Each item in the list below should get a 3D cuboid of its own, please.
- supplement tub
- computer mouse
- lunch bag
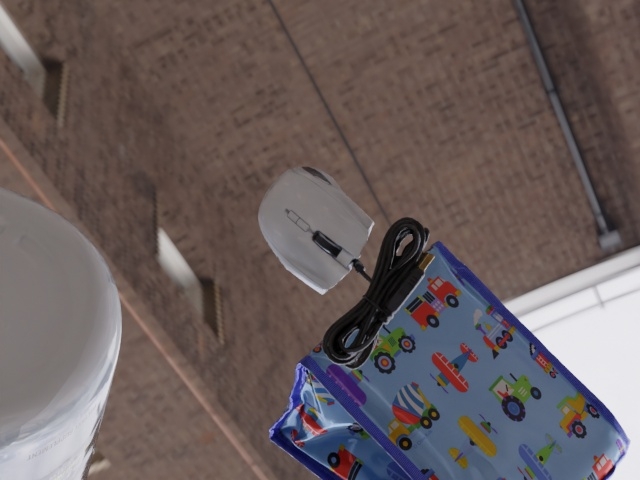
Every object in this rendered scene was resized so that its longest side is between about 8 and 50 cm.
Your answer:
[{"bbox_3d":[-0.262,0.133,0.847,0.207,0.338,0.207,9,-128,-12],"label":"supplement tub"},{"bbox_3d":[0.000,0.000,0.841,0.106,0.042,0.193,-57,-141,7],"label":"computer mouse"},{"bbox_3d":[0.140,0.177,1.111,0.293,0.138,0.221,39,-130,16],"label":"lunch bag"}]
